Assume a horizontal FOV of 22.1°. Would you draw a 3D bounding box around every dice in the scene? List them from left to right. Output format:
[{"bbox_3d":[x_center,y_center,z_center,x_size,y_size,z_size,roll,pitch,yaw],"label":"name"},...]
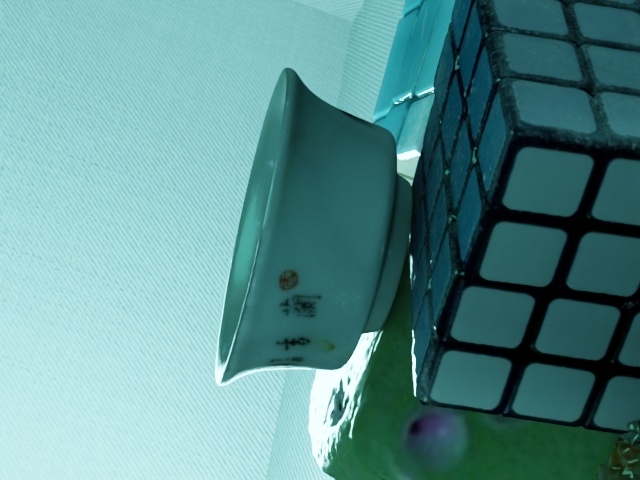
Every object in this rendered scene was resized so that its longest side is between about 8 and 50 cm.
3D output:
[{"bbox_3d":[0.180,0.163,1.937,0.318,0.322,0.330,-138,68,-79],"label":"dice"}]

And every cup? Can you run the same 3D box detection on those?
[{"bbox_3d":[0.000,0.000,1.763,0.347,0.163,0.347,-168,90,-82],"label":"cup"}]

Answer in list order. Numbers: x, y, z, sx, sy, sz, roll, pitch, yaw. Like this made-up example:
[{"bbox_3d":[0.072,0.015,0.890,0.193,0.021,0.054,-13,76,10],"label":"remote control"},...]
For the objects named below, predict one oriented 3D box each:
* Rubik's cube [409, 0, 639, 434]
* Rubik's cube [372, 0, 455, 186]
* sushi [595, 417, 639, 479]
[{"bbox_3d":[0.280,-0.045,1.596,0.344,0.343,0.337,-93,13,-54],"label":"Rubik's cube"},{"bbox_3d":[0.265,-0.198,2.126,0.316,0.318,0.322,173,114,-77],"label":"Rubik's cube"},{"bbox_3d":[0.292,0.343,1.445,0.417,0.175,0.418,-161,90,-79],"label":"sushi"}]
